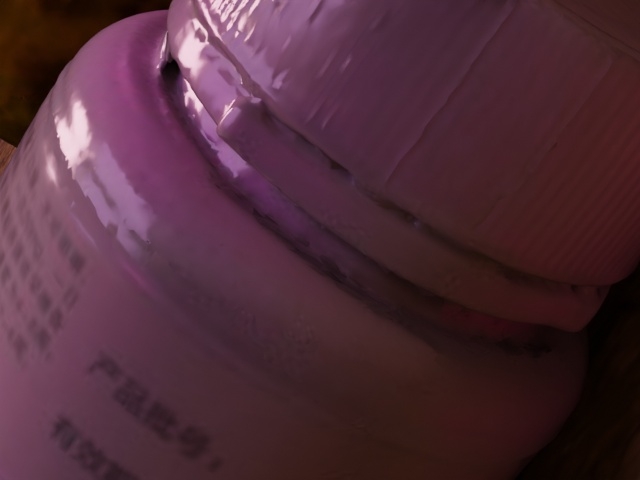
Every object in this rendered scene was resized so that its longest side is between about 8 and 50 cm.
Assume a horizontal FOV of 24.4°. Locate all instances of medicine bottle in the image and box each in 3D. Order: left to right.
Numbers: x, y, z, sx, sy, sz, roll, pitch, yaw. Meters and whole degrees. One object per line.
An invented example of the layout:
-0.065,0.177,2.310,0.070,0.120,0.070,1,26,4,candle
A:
0.000,0.000,0.589,0.302,0.241,0.241,-54,21,25,medicine bottle

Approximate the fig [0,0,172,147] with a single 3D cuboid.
-0.195,-0.229,1.320,0.343,0.343,0.343,-51,22,30,fig
